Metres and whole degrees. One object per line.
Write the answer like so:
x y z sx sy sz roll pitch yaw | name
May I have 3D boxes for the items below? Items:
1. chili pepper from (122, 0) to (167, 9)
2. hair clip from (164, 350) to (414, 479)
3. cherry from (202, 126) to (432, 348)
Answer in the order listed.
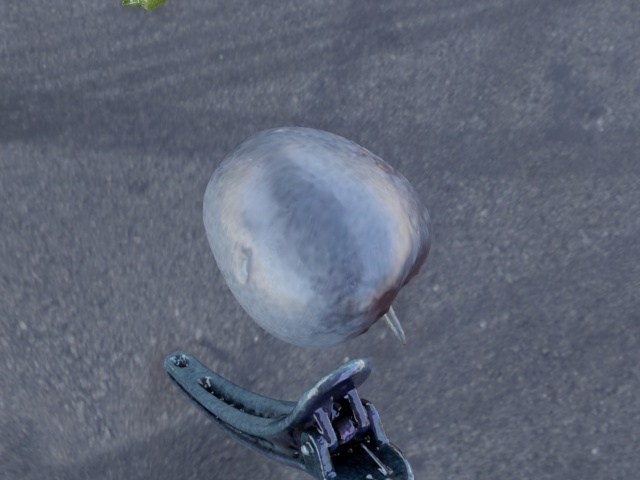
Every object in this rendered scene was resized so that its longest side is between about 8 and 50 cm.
-0.156 -0.339 1.175 0.043 0.049 0.208 38 57 11 | chili pepper
-0.041 0.105 0.596 0.048 0.275 0.083 -30 102 -27 | hair clip
0.000 0.000 1.080 0.296 0.218 0.255 40 40 7 | cherry
